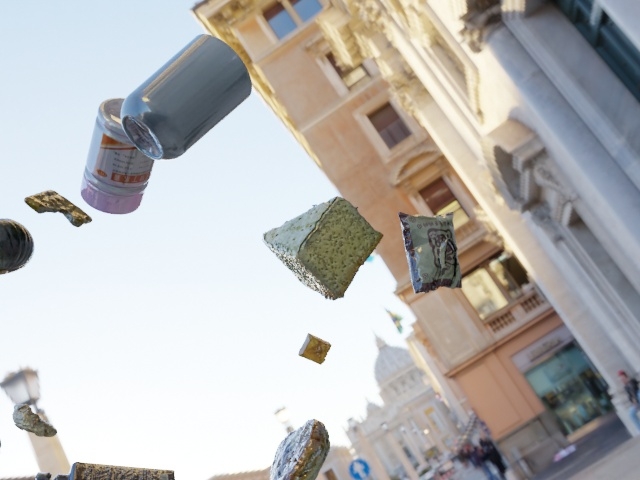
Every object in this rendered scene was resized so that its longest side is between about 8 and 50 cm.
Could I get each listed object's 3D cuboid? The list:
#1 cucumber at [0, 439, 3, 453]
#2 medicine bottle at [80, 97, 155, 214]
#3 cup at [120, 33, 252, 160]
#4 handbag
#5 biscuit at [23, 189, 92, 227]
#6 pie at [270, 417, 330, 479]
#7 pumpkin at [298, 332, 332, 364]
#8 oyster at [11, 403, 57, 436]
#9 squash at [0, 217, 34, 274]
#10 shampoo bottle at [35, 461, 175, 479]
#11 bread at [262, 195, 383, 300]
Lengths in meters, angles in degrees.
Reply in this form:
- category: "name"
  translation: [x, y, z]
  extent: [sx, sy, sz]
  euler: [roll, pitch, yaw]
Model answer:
- category: "cucumber"
  translation: [-0.898, 0.506, 1.961]
  extent: [0.039, 0.168, 0.039]
  euler: [-16, 25, 8]
- category: "medicine bottle"
  translation: [-0.613, -0.257, 2.253]
  extent: [0.202, 0.202, 0.316]
  euler: [-13, -41, -43]
- category: "cup"
  translation: [-0.346, -0.353, 1.855]
  extent: [0.312, 0.205, 0.205]
  euler: [-49, -10, -27]
- category: "handbag"
  translation: [0.324, 0.029, 2.087]
  extent: [0.213, 0.235, 0.127]
  euler: [-2, -13, -41]
- category: "biscuit"
  translation: [-0.841, -0.097, 2.356]
  extent: [0.039, 0.183, 0.174]
  euler: [-54, 4, 14]
- category: "pie"
  translation: [-0.064, 0.621, 2.026]
  extent: [0.308, 0.085, 0.308]
  euler: [-54, 8, 11]
- category: "pumpkin"
  translation: [-0.018, 0.316, 2.125]
  extent: [0.083, 0.054, 0.074]
  euler: [28, -88, -23]
- category: "oyster"
  translation: [-0.525, 0.325, 1.349]
  extent: [0.083, 0.080, 0.038]
  euler: [20, -84, -28]
- category: "squash"
  translation: [-1.011, 0.023, 2.288]
  extent: [0.218, 0.172, 0.218]
  euler: [-13, 1, 0]
- category: "shampoo bottle"
  translation: [-0.489, 0.559, 1.668]
  extent: [0.309, 0.098, 0.071]
  euler: [12, -69, -18]
- category: "bread"
  translation: [0.000, 0.000, 2.190]
  extent: [0.279, 0.315, 0.248]
  euler: [-49, -59, -1]
